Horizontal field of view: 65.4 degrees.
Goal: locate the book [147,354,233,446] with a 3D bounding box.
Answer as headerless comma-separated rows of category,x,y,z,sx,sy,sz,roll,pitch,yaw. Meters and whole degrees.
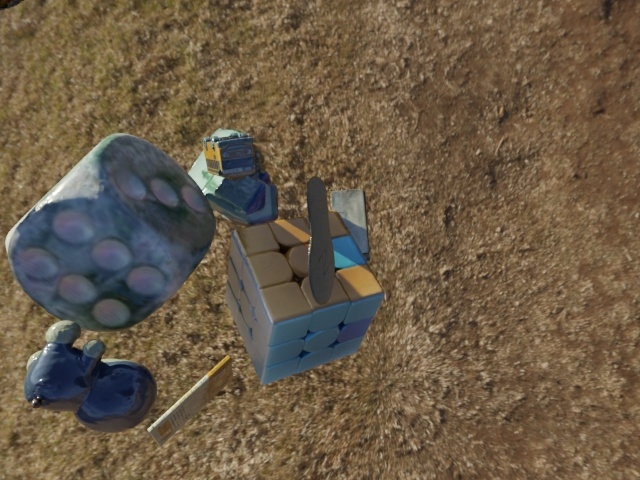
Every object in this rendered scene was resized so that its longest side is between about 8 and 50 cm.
book,-0.378,0.482,1.495,0.020,0.208,0.295,40,60,16

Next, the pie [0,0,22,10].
pie,-0.422,-0.356,0.544,0.303,0.302,0.067,-18,79,2

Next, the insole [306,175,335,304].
insole,0.000,0.000,0.730,0.004,0.064,0.188,-3,92,37

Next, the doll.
doll,-0.464,0.295,1.026,0.228,0.258,0.154,-43,35,28

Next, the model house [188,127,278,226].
model house,-0.231,-0.156,1.610,0.295,0.329,0.251,18,71,52

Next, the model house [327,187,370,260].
model house,0.084,-0.042,1.797,0.178,0.206,0.271,-6,81,-3

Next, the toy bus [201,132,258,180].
toy bus,-0.217,-0.198,1.175,0.091,0.182,0.103,-12,106,-22

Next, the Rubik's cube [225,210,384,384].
Rubik's cube,-0.054,0.137,1.263,0.292,0.290,0.291,-11,52,-24

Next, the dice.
dice,-0.472,-0.019,1.159,0.330,0.348,0.328,-35,115,21
